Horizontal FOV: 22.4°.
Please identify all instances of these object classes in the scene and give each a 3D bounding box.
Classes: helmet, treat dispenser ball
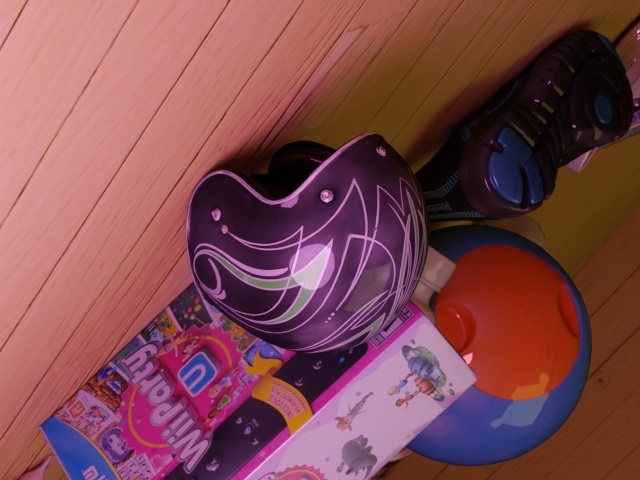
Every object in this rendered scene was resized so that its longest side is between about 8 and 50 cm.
[{"bbox_3d":[0.000,0.000,1.194,0.169,0.162,0.169,-27,121,-55],"label":"helmet"},{"bbox_3d":[0.178,0.125,1.933,0.288,0.288,0.288,-41,168,-11],"label":"treat dispenser ball"}]

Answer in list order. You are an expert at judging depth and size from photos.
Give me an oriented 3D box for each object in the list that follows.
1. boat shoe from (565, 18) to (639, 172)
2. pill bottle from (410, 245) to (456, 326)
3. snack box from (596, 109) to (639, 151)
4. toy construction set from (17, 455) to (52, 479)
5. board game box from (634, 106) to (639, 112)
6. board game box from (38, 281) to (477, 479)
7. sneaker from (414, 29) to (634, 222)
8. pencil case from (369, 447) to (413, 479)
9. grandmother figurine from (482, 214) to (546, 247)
[{"bbox_3d":[0.385,-0.194,1.969,0.277,0.096,0.098,-46,168,9],"label":"boat shoe"},{"bbox_3d":[0.035,0.100,1.701,0.245,0.136,0.136,-57,168,1],"label":"pill bottle"},{"bbox_3d":[0.414,-0.152,2.246,0.178,0.022,0.064,-23,168,4],"label":"snack box"},{"bbox_3d":[-0.245,0.324,1.554,0.237,0.257,0.308,-57,157,-43],"label":"toy construction set"},{"bbox_3d":[0.519,-0.258,2.209,0.194,0.060,0.194,-22,169,-27],"label":"board game box"},{"bbox_3d":[-0.058,0.132,1.321,0.303,0.224,0.097,-44,130,-1],"label":"board game box"},{"bbox_3d":[0.212,-0.121,1.692,0.140,0.125,0.341,-17,-167,43],"label":"sneaker"},{"bbox_3d":[0.011,0.355,2.499,0.183,0.160,0.410,-53,177,-42],"label":"pencil case"},{"bbox_3d":[0.196,0.078,2.298,0.342,0.104,0.208,-49,-177,35],"label":"grandmother figurine"}]
